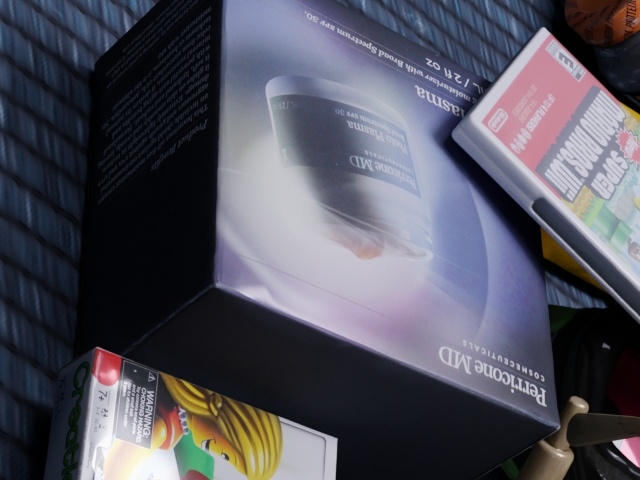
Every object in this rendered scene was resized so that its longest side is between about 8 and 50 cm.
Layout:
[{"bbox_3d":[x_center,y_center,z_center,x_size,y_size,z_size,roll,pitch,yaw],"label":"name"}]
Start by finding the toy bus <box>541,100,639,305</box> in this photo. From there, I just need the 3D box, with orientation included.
[{"bbox_3d":[0.260,-0.029,1.710,0.332,0.130,0.108,29,45,-27],"label":"toy bus"}]

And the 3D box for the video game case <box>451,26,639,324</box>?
[{"bbox_3d":[0.232,-0.021,1.465,0.285,0.025,0.204,45,32,-2],"label":"video game case"}]

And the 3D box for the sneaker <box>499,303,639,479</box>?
[{"bbox_3d":[0.323,0.233,1.495,0.483,0.202,0.185,41,64,-6],"label":"sneaker"}]

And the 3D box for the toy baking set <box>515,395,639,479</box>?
[{"bbox_3d":[0.184,0.200,1.364,0.030,0.256,0.197,18,14,-26],"label":"toy baking set"}]

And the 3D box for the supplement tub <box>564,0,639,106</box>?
[{"bbox_3d":[0.399,-0.180,1.909,0.316,0.193,0.194,34,43,-23],"label":"supplement tub"}]

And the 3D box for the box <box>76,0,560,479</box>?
[{"bbox_3d":[0.000,0.000,1.399,0.296,0.182,0.294,23,49,-30],"label":"box"}]

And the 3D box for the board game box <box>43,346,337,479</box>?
[{"bbox_3d":[-0.086,0.237,1.210,0.193,0.053,0.305,23,55,-31],"label":"board game box"}]
